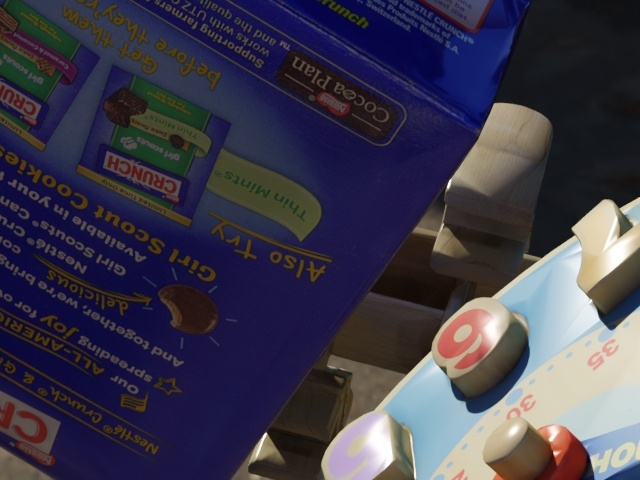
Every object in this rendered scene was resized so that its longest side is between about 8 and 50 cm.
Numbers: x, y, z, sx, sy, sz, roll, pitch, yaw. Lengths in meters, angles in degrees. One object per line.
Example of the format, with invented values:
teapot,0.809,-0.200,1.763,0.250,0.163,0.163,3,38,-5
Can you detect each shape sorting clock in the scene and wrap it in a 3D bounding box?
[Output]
shape sorting clock,0.050,0.051,0.351,0.206,0.040,0.206,-37,23,19

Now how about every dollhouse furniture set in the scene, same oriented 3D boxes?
dollhouse furniture set,0.000,0.000,0.953,0.242,0.212,0.161,14,37,7

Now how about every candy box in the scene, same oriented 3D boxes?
candy box,-0.101,-0.046,0.749,0.268,0.317,0.122,32,43,-4
